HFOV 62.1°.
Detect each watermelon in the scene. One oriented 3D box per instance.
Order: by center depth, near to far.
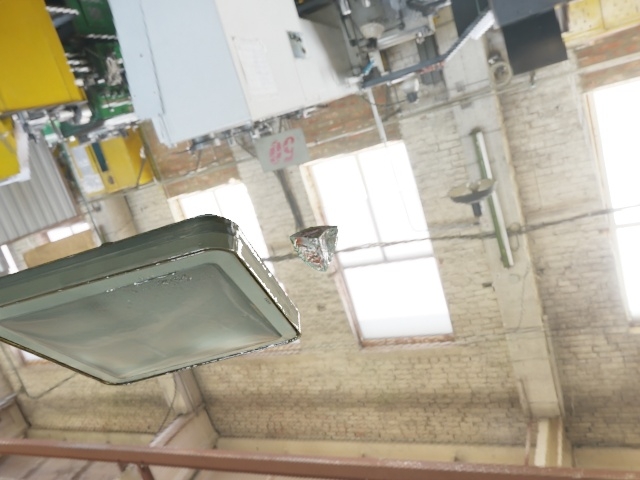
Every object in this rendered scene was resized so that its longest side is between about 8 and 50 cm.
[{"bbox_3d":[0.000,0.000,0.860,0.085,0.085,0.061,-20,173,-9],"label":"watermelon"}]

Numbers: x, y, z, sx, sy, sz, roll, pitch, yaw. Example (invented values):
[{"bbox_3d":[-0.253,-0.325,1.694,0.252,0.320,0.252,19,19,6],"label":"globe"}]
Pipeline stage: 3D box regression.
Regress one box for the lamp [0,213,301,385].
[{"bbox_3d":[-0.175,0.083,0.572,0.266,0.047,0.269,-17,149,5],"label":"lamp"}]
